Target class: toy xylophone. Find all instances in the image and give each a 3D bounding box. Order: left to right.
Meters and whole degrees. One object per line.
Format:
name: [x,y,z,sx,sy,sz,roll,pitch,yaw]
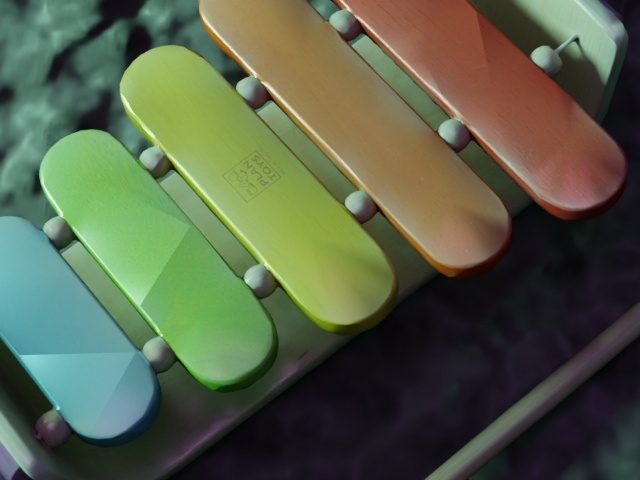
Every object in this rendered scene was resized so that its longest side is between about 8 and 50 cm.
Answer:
toy xylophone: [0.000,0.000,0.803,0.236,0.081,0.323,39,74,23]

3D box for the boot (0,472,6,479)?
boot: [-0.249,0.076,0.801,0.258,0.095,0.123,34,67,21]
